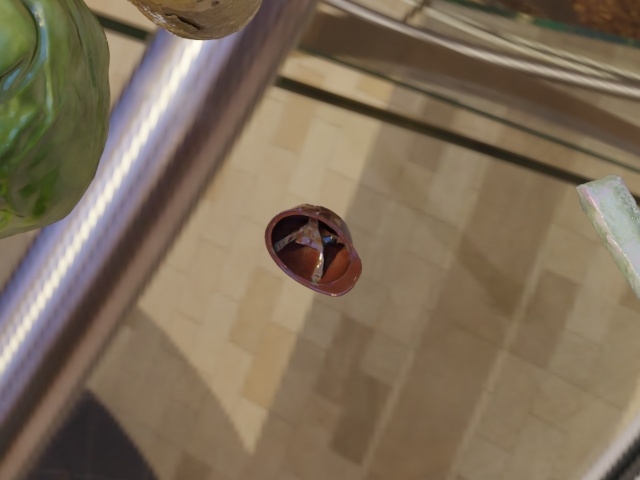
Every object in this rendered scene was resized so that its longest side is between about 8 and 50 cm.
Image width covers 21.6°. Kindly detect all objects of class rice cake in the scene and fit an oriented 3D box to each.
[{"bbox_3d":[0.282,0.027,1.420,0.211,0.043,0.034,61,162,27],"label":"rice cake"}]

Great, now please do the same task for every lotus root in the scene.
[{"bbox_3d":[-0.140,-0.289,1.682,0.160,0.284,0.146,12,87,13],"label":"lotus root"}]

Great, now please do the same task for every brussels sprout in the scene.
[{"bbox_3d":[-0.237,-0.087,1.069,0.223,0.223,0.161,-59,32,14],"label":"brussels sprout"}]

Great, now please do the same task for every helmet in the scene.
[{"bbox_3d":[0.000,0.000,1.759,0.111,0.057,0.089,40,125,-6],"label":"helmet"}]
